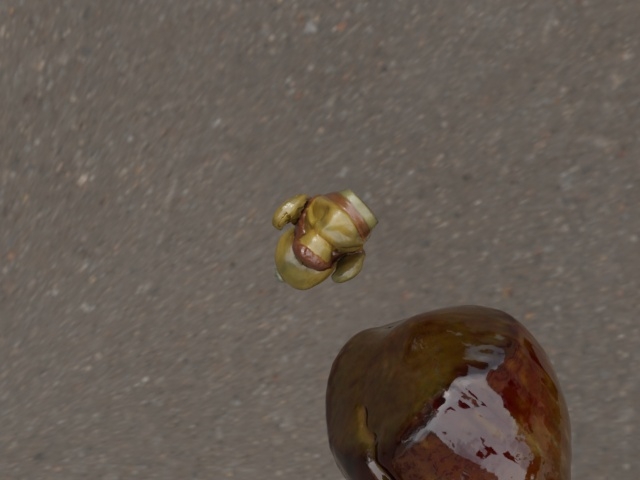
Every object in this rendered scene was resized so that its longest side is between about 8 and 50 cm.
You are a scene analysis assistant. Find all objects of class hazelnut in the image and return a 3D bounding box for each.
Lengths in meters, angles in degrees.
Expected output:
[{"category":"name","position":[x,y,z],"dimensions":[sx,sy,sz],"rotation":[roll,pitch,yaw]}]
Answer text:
[{"category":"hazelnut","position":[0.123,0.160,1.392],"dimensions":[0.218,0.234,0.218],"rotation":[-8,114,-17]}]

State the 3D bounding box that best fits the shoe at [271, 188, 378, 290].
[{"category":"shoe","position":[-0.001,-0.002,1.156],"dimensions":[0.069,0.109,0.072],"rotation":[-43,107,-18]}]
